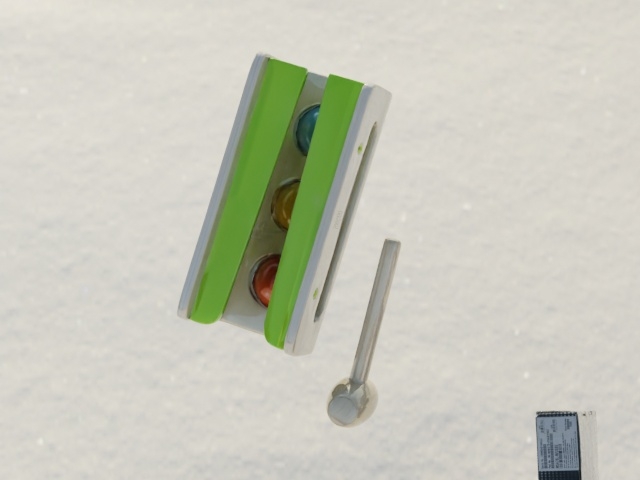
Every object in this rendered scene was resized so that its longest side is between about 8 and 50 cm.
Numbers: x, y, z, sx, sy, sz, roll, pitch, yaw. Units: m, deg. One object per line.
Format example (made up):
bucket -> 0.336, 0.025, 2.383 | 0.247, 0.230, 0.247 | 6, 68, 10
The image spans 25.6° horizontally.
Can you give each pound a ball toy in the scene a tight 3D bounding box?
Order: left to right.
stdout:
pound a ball toy -> 0.000, 0.000, 1.381 | 0.208, 0.319, 0.136 | 17, 3, 13

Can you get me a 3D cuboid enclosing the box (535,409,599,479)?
box -> 0.234, 0.252, 1.308 | 0.045, 0.184, 0.191 | -3, 84, 13
